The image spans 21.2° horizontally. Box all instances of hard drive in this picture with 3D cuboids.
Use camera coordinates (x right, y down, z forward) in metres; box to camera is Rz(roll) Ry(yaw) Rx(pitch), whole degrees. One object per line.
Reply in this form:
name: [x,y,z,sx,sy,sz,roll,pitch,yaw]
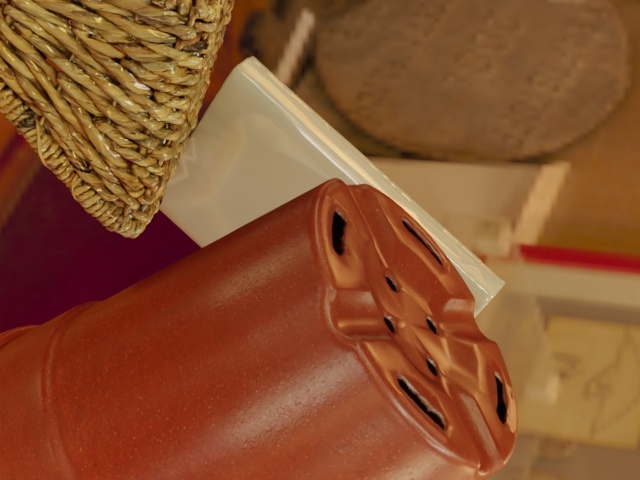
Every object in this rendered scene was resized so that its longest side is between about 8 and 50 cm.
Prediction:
hard drive: [0.000,0.000,1.583,0.040,0.307,0.203,-41,172,-47]

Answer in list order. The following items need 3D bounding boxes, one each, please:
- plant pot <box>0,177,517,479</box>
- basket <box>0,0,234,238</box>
plant pot: [-0.039,0.112,1.068,0.272,0.265,0.272,43,27,-29]
basket: [-0.194,-0.172,1.440,0.299,0.213,0.223,-78,-171,-64]
